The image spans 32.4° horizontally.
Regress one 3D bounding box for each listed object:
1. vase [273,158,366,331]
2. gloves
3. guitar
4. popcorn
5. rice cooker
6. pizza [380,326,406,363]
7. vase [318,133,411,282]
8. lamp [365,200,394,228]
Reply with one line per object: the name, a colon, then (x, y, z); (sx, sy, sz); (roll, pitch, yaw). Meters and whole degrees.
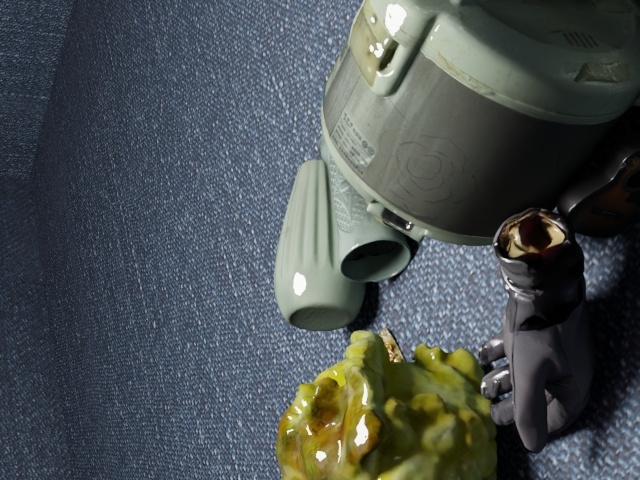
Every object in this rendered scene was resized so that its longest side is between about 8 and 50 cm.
vase: (0.000, 0.000, 1.552); (0.128, 0.128, 0.248); (133, 144, -52)
gloves: (0.213, 0.101, 1.077); (0.142, 0.119, 0.286); (-68, -16, -44)
guitar: (0.307, -0.088, 0.995); (0.233, 0.088, 0.025); (-54, 40, 33)
popcorn: (0.071, 0.236, 1.238); (0.293, 0.237, 0.293); (-5, 84, 60)
rice cooker: (0.155, -0.166, 1.065); (0.277, 0.288, 0.288); (117, 146, -45)
pizza: (0.081, 0.154, 1.463); (0.083, 0.025, 0.078); (-43, 51, 55)
vase: (0.052, -0.058, 1.486); (0.096, 0.096, 0.219); (122, 145, -44)
lamp: (0.103, -0.093, 1.405); (0.091, 0.091, 0.163); (128, 154, -49)
